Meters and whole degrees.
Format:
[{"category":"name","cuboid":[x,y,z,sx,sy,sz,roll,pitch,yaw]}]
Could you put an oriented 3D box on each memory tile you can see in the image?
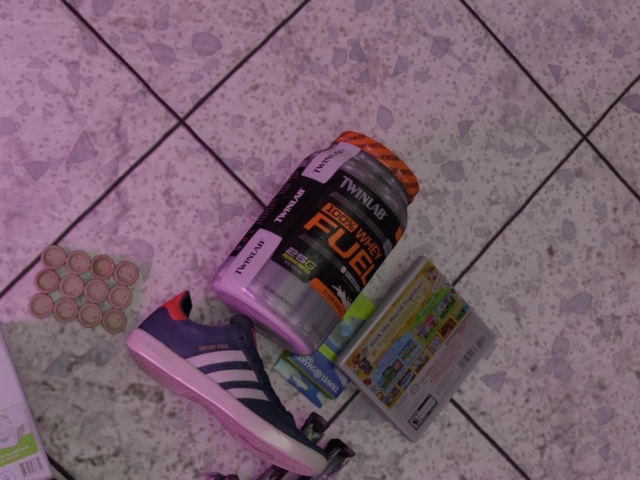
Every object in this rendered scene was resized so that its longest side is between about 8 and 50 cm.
[{"category":"memory tile","cuboid":[-0.353,0.072,1.703,0.148,0.012,0.113,14,82,-15]}]

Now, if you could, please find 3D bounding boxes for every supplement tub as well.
[{"category":"supplement tub","cuboid":[0.000,0.000,1.726,0.194,0.193,0.316,39,76,-11]}]

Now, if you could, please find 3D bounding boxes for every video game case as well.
[{"category":"video game case","cuboid":[0.155,0.174,1.822,0.227,0.026,0.206,-50,116,-15]}]

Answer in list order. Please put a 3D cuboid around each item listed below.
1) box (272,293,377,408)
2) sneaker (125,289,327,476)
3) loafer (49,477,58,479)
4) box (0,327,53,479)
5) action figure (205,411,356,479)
[{"category":"box","cuboid":[0.021,0.165,1.799,0.109,0.042,0.178,42,74,-10]},{"category":"sneaker","cuboid":[-0.111,0.197,1.665,0.350,0.131,0.148,35,68,12]},{"category":"loafer","cuboid":[-0.282,0.415,1.652,0.268,0.096,0.084,17,67,-7]},{"category":"box","cuboid":[-0.533,0.261,1.571,0.262,0.127,0.231,-21,91,-18]},{"category":"action figure","cuboid":[-0.079,0.390,1.722,0.285,0.099,0.185,-46,105,-12]}]
